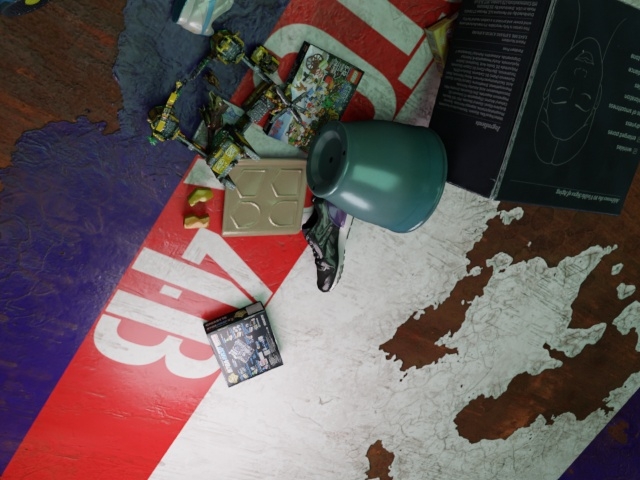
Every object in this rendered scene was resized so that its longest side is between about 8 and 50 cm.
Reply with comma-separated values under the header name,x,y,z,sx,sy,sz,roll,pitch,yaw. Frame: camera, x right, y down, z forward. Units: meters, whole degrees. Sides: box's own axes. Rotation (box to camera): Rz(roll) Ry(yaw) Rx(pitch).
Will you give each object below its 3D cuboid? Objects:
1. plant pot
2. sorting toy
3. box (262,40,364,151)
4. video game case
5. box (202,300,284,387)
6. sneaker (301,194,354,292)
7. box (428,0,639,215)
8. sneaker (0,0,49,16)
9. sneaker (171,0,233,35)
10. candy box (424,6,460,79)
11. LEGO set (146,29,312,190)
name,x,y,z,sx,sy,sz,roll,pitch,yaw
plant pot,0.116,-0.171,1.492,0.255,0.272,0.272,11,113,-32
sorting toy,-0.184,-0.109,1.557,0.307,0.041,0.229,-2,123,-22
box,-0.017,-0.333,1.491,0.159,0.044,0.233,17,110,-30
video game case,-0.236,-0.266,1.456,0.087,0.011,0.122,23,107,-32
box,-0.214,0.296,1.765,0.175,0.051,0.220,-22,124,-10
sneaker,0.000,0.000,1.666,0.124,0.107,0.283,5,107,-19
box,0.553,-0.335,1.522,0.480,0.297,0.472,4,106,-32
sneaker,-0.527,-0.504,1.171,0.209,0.069,0.082,-34,93,9
sneaker,-0.215,-0.531,1.275,0.092,0.087,0.229,18,117,-38
candy box,0.341,-0.470,1.563,0.109,0.053,0.187,-31,124,-4
LEGO set,-0.201,-0.273,1.341,0.331,0.192,0.255,-42,126,3
